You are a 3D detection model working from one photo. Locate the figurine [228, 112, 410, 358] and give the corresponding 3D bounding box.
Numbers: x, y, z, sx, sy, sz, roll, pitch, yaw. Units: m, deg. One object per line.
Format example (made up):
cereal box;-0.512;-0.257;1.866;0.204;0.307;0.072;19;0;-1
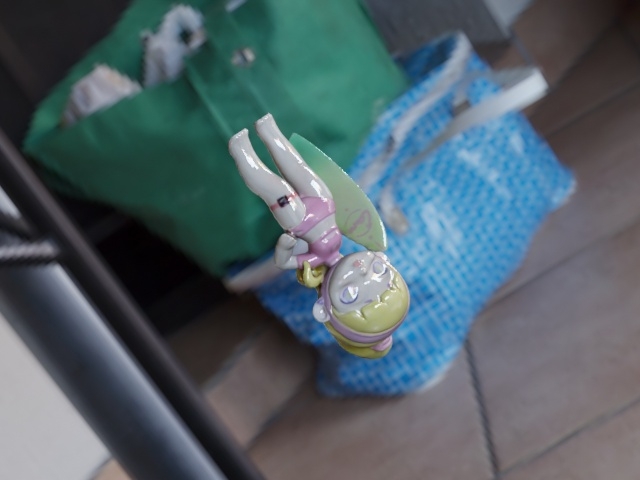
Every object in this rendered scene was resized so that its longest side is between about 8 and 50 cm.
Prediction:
figurine;0.000;0.000;1.152;0.083;0.187;0.083;-35;6;4
